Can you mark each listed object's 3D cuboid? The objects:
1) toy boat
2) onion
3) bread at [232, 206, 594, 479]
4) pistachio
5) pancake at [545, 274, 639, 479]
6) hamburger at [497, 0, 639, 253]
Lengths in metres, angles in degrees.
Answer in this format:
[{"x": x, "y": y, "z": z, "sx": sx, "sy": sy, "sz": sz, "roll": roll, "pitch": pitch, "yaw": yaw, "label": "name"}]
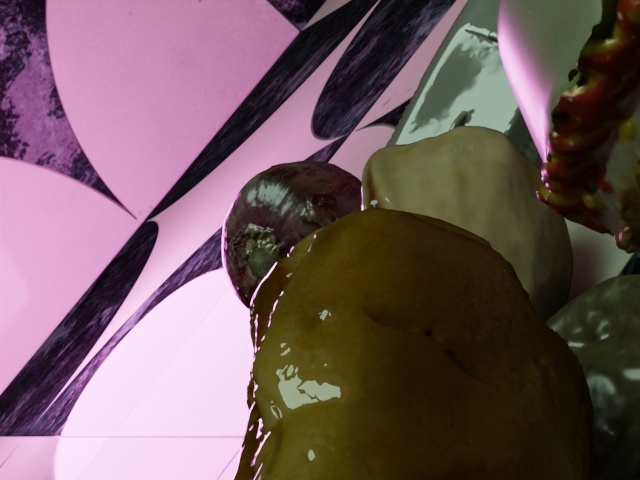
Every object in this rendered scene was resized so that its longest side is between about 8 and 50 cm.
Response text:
[{"x": 0.171, "y": -0.139, "z": 1.440, "sx": 0.269, "sy": 0.141, "sz": 0.141, "roll": -54, "pitch": 14, "yaw": -22, "label": "toy boat"}, {"x": 0.000, "y": 0.000, "z": 1.570, "sx": 0.159, "sy": 0.159, "sz": 0.195, "roll": -40, "pitch": -15, "yaw": 32, "label": "onion"}, {"x": 0.043, "y": 0.129, "z": 0.804, "sx": 0.149, "sy": 0.195, "sz": 0.344, "roll": -44, "pitch": 24, "yaw": 36, "label": "bread"}, {"x": 0.095, "y": 0.013, "z": 1.153, "sx": 0.157, "sy": 0.157, "sz": 0.229, "roll": -42, "pitch": 26, "yaw": 24, "label": "pistachio"}, {"x": 0.132, "y": 0.113, "z": 0.968, "sx": 0.236, "sy": 0.042, "sz": 0.222, "roll": -46, "pitch": 17, "yaw": 18, "label": "pancake"}, {"x": 0.231, "y": -0.109, "z": 0.858, "sx": 0.294, "sy": 0.179, "sz": 0.276, "roll": -19, "pitch": -33, "yaw": -28, "label": "hamburger"}]
